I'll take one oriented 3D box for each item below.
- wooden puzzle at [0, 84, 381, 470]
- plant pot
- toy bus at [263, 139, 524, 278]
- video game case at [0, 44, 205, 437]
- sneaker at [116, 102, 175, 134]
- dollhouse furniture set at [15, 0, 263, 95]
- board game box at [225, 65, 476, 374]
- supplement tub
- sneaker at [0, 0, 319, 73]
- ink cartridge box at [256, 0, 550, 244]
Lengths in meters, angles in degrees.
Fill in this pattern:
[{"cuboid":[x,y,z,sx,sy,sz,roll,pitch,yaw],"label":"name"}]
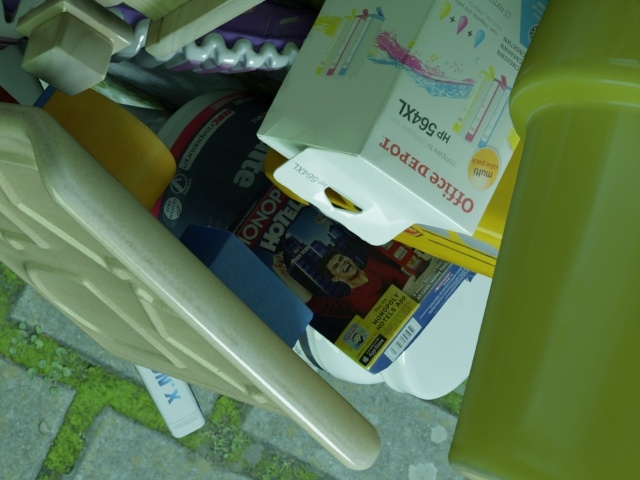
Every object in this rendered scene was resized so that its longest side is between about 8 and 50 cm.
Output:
[{"cuboid":[-0.140,-0.005,0.950,0.348,0.080,0.322,18,157,49],"label":"wooden puzzle"},{"cuboid":[0.176,0.024,0.640,0.254,0.239,0.254,26,172,4],"label":"plant pot"},{"cuboid":[0.118,-0.035,0.893,0.332,0.108,0.130,22,171,24],"label":"toy bus"},{"cuboid":[-0.210,-0.027,1.314,0.329,0.036,0.300,58,171,46],"label":"video game case"},{"cuboid":[-0.112,-0.082,1.415,0.297,0.111,0.129,20,153,22],"label":"sneaker"},{"cuboid":[-0.152,-0.236,0.667,0.303,0.174,0.355,31,147,-33],"label":"dollhouse furniture set"},{"cuboid":[0.028,-0.036,1.032,0.194,0.194,0.060,38,177,23],"label":"board game box"},{"cuboid":[0.000,0.000,1.178,0.272,0.191,0.191,21,170,31],"label":"supplement tub"},{"cuboid":[-0.107,-0.158,0.901,0.236,0.105,0.095,5,179,-22],"label":"sneaker"},{"cuboid":[0.045,-0.073,0.755,0.092,0.143,0.090,32,170,-36],"label":"ink cartridge box"}]
